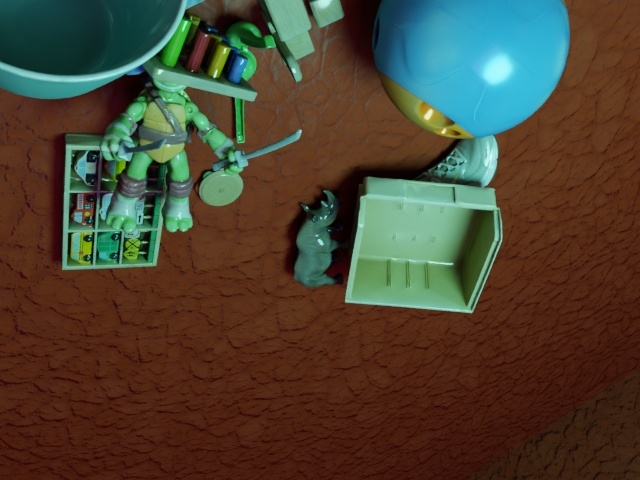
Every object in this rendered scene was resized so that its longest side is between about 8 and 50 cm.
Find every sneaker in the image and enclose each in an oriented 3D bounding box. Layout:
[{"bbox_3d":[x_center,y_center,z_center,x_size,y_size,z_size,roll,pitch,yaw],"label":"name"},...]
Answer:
[{"bbox_3d":[0.246,-0.117,1.437,0.121,0.099,0.262,7,127,-26],"label":"sneaker"}]

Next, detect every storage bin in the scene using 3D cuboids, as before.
[{"bbox_3d":[0.192,0.010,1.428,0.262,0.123,0.260,5,141,-1],"label":"storage bin"}]

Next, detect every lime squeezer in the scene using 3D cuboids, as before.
[{"bbox_3d":[-0.110,-0.263,1.121,0.059,0.110,0.310,-29,171,-21],"label":"lime squeezer"}]

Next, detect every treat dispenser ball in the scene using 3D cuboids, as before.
[{"bbox_3d":[0.222,-0.297,1.100,0.288,0.288,0.288,-14,136,-13],"label":"treat dispenser ball"}]

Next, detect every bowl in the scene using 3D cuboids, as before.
[{"bbox_3d":[-0.327,-0.295,0.868,0.311,0.311,0.163,-1,165,-25],"label":"bowl"}]

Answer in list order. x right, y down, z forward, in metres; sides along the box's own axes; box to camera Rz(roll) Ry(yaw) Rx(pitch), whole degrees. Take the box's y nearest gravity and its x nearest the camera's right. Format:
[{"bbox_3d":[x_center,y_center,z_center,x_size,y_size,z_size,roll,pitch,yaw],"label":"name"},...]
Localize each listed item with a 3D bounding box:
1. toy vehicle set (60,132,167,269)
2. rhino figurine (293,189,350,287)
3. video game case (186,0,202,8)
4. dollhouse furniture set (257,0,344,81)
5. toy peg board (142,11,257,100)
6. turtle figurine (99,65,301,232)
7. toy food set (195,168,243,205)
[{"bbox_3d":[-0.350,-0.060,1.245,0.166,0.035,0.267,-3,133,-24],"label":"toy vehicle set"},{"bbox_3d":[0.000,0.000,1.448,0.106,0.073,0.243,-12,134,-19],"label":"rhino figurine"},{"bbox_3d":[-0.239,-0.360,1.018,0.166,0.015,0.119,-26,138,0],"label":"video game case"},{"bbox_3d":[0.068,-0.416,0.994,0.355,0.174,0.303,-25,138,-1],"label":"dollhouse furniture set"},{"bbox_3d":[-0.176,-0.276,1.013,0.161,0.161,0.079,5,123,-41],"label":"toy peg board"},{"bbox_3d":[-0.220,-0.106,1.074,0.198,0.275,0.266,-34,155,-46],"label":"turtle figurine"},{"bbox_3d":[-0.179,-0.095,1.305,0.082,0.020,0.083,-23,138,-3],"label":"toy food set"}]
